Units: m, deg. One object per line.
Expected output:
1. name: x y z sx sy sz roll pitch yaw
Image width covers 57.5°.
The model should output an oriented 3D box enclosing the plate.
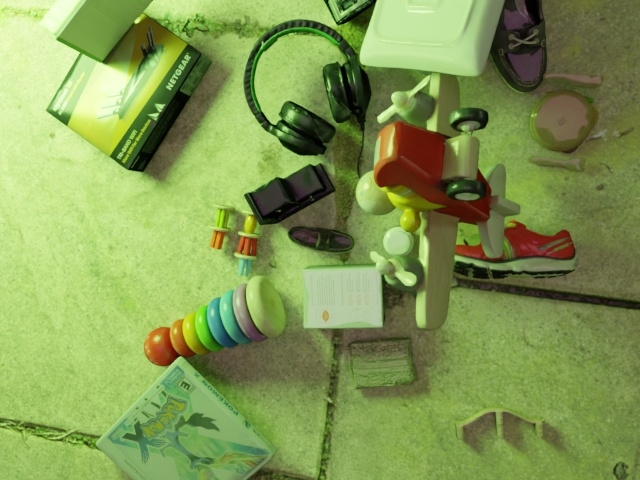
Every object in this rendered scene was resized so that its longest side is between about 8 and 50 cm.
1. plate: 0.202 -0.447 1.049 0.277 0.045 0.278 22 97 41

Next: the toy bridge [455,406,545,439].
1. toy bridge: 0.386 0.392 1.256 0.188 0.026 0.063 -6 91 9

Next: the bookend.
1. bookend: -0.061 -0.102 1.233 0.157 0.156 0.072 -29 88 8

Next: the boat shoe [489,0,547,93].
1. boat shoe: 0.389 -0.468 1.175 0.112 0.095 0.335 -10 91 9

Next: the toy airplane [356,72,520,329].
1. toy airplane: 0.204 -0.091 1.071 0.272 0.386 0.384 -2 121 28

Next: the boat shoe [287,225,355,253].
1. boat shoe: 0.000 0.000 1.282 0.152 0.049 0.056 6 93 8

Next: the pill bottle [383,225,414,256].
1. pill bottle: 0.165 0.002 1.224 0.065 0.116 0.065 1 94 9

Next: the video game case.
1. video game case: -0.310 0.467 1.319 0.300 0.036 0.329 44 109 -1

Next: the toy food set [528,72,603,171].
1. toy food set: 0.501 -0.246 1.203 0.132 0.038 0.192 9 106 12

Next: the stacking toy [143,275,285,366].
1. stacking toy: -0.250 0.196 1.296 0.330 0.141 0.141 -22 90 13

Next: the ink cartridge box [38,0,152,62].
1. ink cartridge box: -0.432 -0.483 1.181 0.056 0.171 0.235 43 97 6

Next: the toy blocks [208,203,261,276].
1. toy blocks: -0.197 0.000 1.311 0.123 0.054 0.148 11 95 7

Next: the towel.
1. towel: 0.134 0.270 1.288 0.148 0.027 0.110 -9 91 10

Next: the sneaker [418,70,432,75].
1. sneaker: 0.258 -0.518 1.124 0.366 0.137 0.210 -51 57 19

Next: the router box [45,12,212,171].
1. router box: -0.431 -0.348 1.314 0.243 0.081 0.309 35 97 6

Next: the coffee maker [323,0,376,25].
1. coffee maker: 0.044 -0.554 1.204 0.120 0.171 0.178 -16 114 47

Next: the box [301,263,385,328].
1. box: 0.051 0.119 1.260 0.170 0.091 0.130 -1 93 9

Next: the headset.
1. headset: 0.012 -0.264 1.198 0.243 0.185 0.394 -40 104 9

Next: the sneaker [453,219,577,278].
1. sneaker: 0.384 0.017 1.216 0.279 0.107 0.118 1 75 5
